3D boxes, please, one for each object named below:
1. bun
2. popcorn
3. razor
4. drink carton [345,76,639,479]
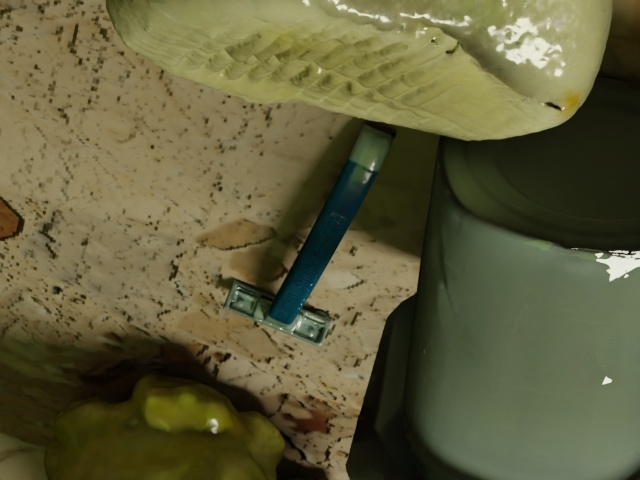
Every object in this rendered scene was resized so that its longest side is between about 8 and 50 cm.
[{"bbox_3d":[0.022,-0.132,0.758,0.229,0.145,0.229,10,174,1],"label":"bun"},{"bbox_3d":[-0.089,0.234,1.131,0.242,0.250,0.235,21,132,-10],"label":"popcorn"},{"bbox_3d":[-0.001,0.003,0.996,0.068,0.037,0.191,22,140,-7],"label":"razor"},{"bbox_3d":[0.117,0.025,0.888,0.185,0.191,0.189,9,131,11],"label":"drink carton"}]
